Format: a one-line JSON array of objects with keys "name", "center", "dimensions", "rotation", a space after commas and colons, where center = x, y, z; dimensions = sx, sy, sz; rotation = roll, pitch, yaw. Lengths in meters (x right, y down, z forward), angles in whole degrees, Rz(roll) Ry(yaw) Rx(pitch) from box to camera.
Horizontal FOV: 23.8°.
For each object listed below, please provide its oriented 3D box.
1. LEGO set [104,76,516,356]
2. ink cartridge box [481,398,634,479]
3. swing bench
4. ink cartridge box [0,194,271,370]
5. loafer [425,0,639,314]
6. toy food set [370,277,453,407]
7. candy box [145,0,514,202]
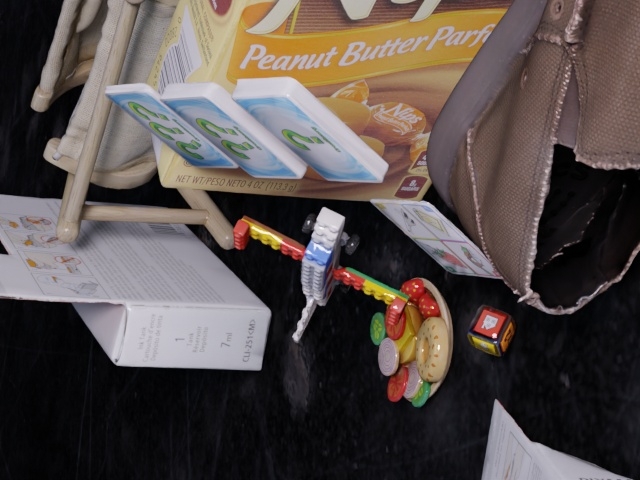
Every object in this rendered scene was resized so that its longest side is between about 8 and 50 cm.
[{"name": "LEGO set", "center": [0.000, 0.000, 0.852], "dimensions": [0.182, 0.244, 0.060], "rotation": [6, 62, 51]}, {"name": "ink cartridge box", "center": [0.129, 0.207, 0.806], "dimensions": [0.232, 0.066, 0.189], "rotation": [-105, 23, -78]}, {"name": "swing bench", "center": [-0.133, -0.169, 1.248], "dimensions": [0.254, 0.165, 0.253], "rotation": [-112, 35, -43]}, {"name": "ink cartridge box", "center": [-0.200, 0.029, 1.275], "dimensions": [0.275, 0.239, 0.060], "rotation": [-140, 58, -60]}, {"name": "loafer", "center": [0.163, -0.093, 0.678], "dimensions": [0.366, 0.134, 0.130], "rotation": [110, 147, -52]}, {"name": "toy food set", "center": [0.060, 0.066, 0.979], "dimensions": [0.082, 0.020, 0.083], "rotation": [120, 143, -44]}, {"name": "candy box", "center": [0.031, -0.155, 0.876], "dimensions": [0.316, 0.183, 0.087], "rotation": [121, 143, -44]}]
